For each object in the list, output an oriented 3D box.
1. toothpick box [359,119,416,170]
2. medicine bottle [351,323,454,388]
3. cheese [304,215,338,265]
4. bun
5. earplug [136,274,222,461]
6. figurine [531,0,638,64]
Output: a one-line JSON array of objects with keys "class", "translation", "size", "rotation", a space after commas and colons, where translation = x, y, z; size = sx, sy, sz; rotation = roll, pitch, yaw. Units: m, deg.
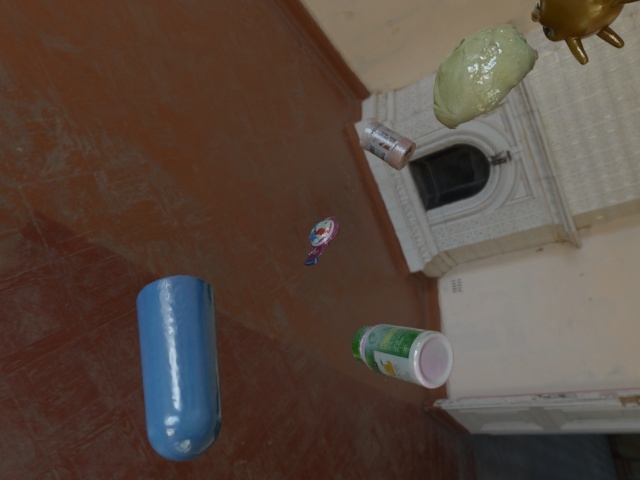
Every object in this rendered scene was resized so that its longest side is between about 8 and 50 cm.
[{"class": "toothpick box", "translation": [0.209, -0.297, 1.301], "size": [0.149, 0.098, 0.098], "rotation": [36, 27, 19]}, {"class": "medicine bottle", "translation": [0.198, 0.286, 1.075], "size": [0.133, 0.274, 0.133], "rotation": [3, 85, -29]}, {"class": "cheese", "translation": [0.000, 0.000, 1.028], "size": [0.038, 0.095, 0.145], "rotation": [40, 57, -31]}, {"class": "bun", "translation": [0.497, -0.548, 1.342], "size": [0.202, 0.364, 0.364], "rotation": [44, 40, -12]}, {"class": "earplug", "translation": [-0.219, 0.202, 0.659], "size": [0.132, 0.132, 0.273], "rotation": [32, 28, -45]}, {"class": "figurine", "translation": [0.751, -0.715, 1.114], "size": [0.387, 0.268, 0.401], "rotation": [82, 12, -56]}]
